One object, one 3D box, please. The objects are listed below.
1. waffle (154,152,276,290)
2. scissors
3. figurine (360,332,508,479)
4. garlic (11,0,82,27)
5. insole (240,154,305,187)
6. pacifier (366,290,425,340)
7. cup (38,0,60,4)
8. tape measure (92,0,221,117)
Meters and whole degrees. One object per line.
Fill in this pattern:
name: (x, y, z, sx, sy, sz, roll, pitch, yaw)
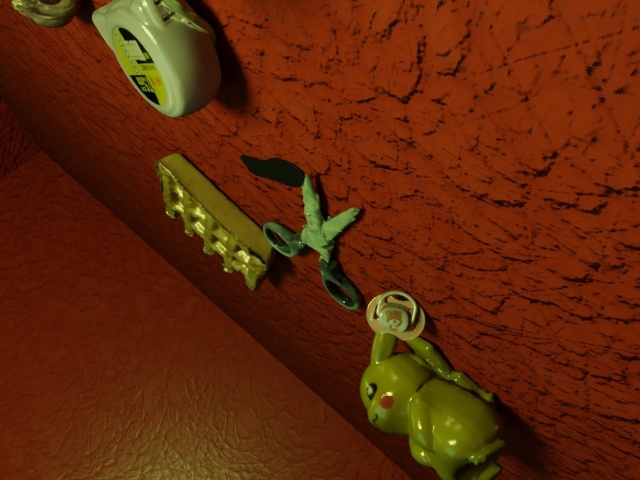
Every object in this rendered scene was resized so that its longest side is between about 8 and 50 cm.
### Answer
waffle: (-0.247, -0.033, 1.311, 0.348, 0.077, 0.304, 43, 159, 4)
scissors: (0.000, 0.000, 0.970, 0.256, 0.029, 0.383, 41, 159, 8)
figurine: (0.188, 0.292, 0.993, 0.327, 0.169, 0.218, 28, 139, 32)
garlic: (-0.490, -0.436, 0.942, 0.159, 0.102, 0.147, 35, 157, 23)
insole: (-0.082, -0.119, 0.924, 0.188, 0.004, 0.064, 20, 148, 49)
pacifier: (0.131, 0.123, 0.928, 0.099, 0.081, 0.078, 16, -174, 15)
cup: (-0.228, -0.368, 0.454, 0.257, 0.219, 0.289, 50, -169, -14)
tape measure: (-0.215, -0.266, 0.763, 0.196, 0.105, 0.178, 21, 142, 45)
